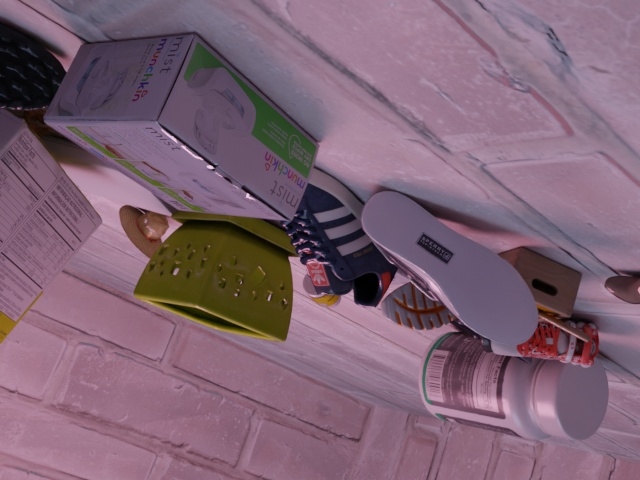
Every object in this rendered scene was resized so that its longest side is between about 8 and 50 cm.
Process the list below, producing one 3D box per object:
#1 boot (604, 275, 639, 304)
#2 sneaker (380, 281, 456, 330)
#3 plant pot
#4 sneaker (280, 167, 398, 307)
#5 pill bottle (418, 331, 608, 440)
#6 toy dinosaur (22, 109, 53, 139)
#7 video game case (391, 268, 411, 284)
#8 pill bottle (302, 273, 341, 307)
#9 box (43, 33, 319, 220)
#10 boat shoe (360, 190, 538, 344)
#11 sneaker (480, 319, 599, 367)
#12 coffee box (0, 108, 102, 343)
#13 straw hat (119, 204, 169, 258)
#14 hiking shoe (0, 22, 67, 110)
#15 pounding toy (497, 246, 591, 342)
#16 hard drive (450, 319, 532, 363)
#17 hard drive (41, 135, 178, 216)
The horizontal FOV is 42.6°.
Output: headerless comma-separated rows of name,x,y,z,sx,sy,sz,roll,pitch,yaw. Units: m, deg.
boot,0.456,0.058,1.127,0.118,0.042,0.087,13,157,19
sneaker,0.202,0.099,1.373,0.215,0.084,0.083,-9,-178,-12
plant pot,-0.183,0.055,1.563,0.227,0.207,0.228,4,162,47
sneaker,0.000,0.000,1.276,0.350,0.148,0.131,32,161,-35
pill bottle,0.396,0.302,1.714,0.204,0.204,0.361,30,162,-33
toy dinosaur,-0.465,-0.225,1.288,0.211,0.064,0.112,8,136,23
video game case,0.089,0.051,1.582,0.143,0.019,0.157,27,163,-25
pill bottle,0.007,0.109,1.794,0.065,0.065,0.116,13,164,22
box,-0.176,-0.136,1.069,0.231,0.127,0.262,6,159,40
boat shoe,0.184,0.043,1.204,0.301,0.108,0.102,36,174,6
sneaker,0.388,0.164,1.410,0.145,0.090,0.270,7,175,36
coffee box,-0.636,-0.060,1.355,0.337,0.334,0.338,30,162,19
straw hat,-0.361,-0.032,1.763,0.061,0.144,0.144,-31,143,15
hiking shoe,-0.492,-0.264,1.130,0.304,0.113,0.132,16,-164,-10
pounding toy,0.331,0.088,1.257,0.141,0.100,0.130,23,165,-11
hard drive,0.289,0.149,1.539,0.172,0.054,0.255,25,174,46
hard drive,-0.437,-0.131,1.570,0.307,0.040,0.203,15,164,16
